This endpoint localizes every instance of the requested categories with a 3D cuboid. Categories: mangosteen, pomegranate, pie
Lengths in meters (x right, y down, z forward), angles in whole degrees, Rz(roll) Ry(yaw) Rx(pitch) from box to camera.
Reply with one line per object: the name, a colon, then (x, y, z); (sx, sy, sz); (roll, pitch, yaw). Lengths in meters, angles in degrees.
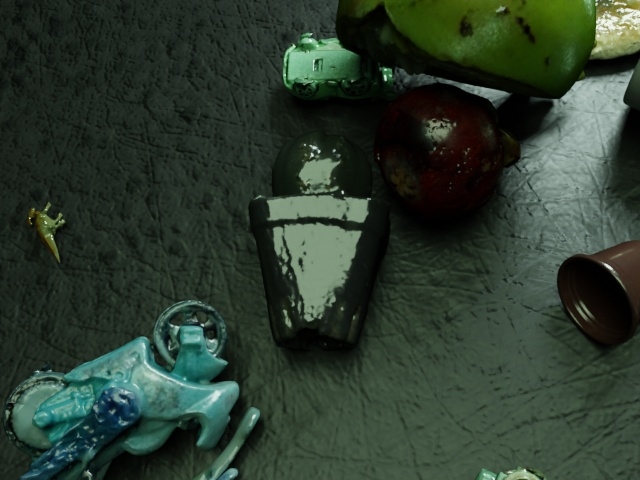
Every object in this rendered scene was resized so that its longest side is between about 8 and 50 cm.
mangosteen: (0.153, -0.114, 0.921); (0.166, 0.166, 0.180); (37, 47, 20)
pomegranate: (0.198, -0.288, 0.888); (0.309, 0.358, 0.216); (23, 108, 51)
pie: (0.385, -0.327, 1.050); (0.218, 0.052, 0.185); (-29, 71, -5)

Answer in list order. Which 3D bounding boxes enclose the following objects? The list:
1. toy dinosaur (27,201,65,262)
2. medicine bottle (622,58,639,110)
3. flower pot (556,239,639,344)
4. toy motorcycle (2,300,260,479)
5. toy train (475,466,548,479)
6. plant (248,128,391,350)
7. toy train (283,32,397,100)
toy dinosaur: (-0.351, -0.014, 0.991); (0.041, 0.026, 0.113); (-42, 58, -6)
medicine bottle: (0.565, -0.168, 0.867); (0.371, 0.211, 0.211); (30, 71, 18)
flower pot: (0.340, 0.050, 0.858); (0.089, 0.111, 0.111); (-25, 64, -23)
toy motorcycle: (-0.197, 0.199, 0.821); (0.260, 0.154, 0.206); (-25, 88, -10)
toy train: (0.233, 0.309, 0.756); (0.193, 0.081, 0.125); (26, 80, 14)
plant: (0.000, 0.000, 0.889); (0.164, 0.142, 0.256); (3, 76, 7)
toy train: (0.027, -0.229, 1.030); (0.149, 0.081, 0.099); (-5, 65, 10)
